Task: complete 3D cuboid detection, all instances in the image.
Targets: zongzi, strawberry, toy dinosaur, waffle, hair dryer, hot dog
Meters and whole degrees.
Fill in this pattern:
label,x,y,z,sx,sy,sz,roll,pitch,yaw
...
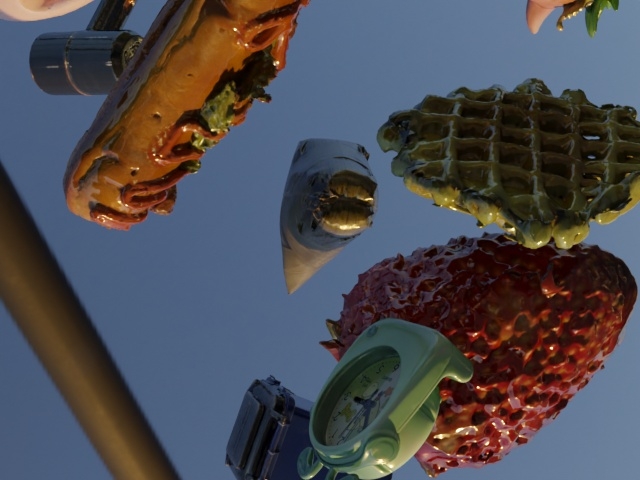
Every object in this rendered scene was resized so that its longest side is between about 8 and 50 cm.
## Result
label,x,y,z,sx,sy,sz,roll,pitch,yaw
zongzi,0.000,0.000,1.553,0.145,0.274,0.300,14,-73,-9
strawberry,0.186,0.107,1.139,0.292,0.343,0.292,38,-153,-24
toy dinosaur,0.290,-0.329,1.267,0.194,0.177,0.152,40,-145,-75
waffle,0.235,-0.097,1.087,0.317,0.297,0.073,-20,-50,-30
hair dryer,-0.327,-0.392,1.611,0.107,0.189,0.352,56,-134,-51
hot dog,-0.097,-0.154,0.840,0.117,0.158,0.349,32,-84,-13

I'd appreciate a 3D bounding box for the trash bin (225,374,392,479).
label,x,y,z,sx,sy,sz,roll,pitch,yaw
trash bin,-0.008,0.315,1.450,0.234,0.184,0.162,20,-90,-16

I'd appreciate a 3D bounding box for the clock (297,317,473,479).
label,x,y,z,sx,sy,sz,roll,pitch,yaw
clock,0.052,0.166,0.947,0.060,0.148,0.188,43,-102,-22

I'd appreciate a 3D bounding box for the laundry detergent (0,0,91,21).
label,x,y,z,sx,sy,sz,roll,pitch,yaw
laundry detergent,-0.380,-0.360,1.257,0.159,0.335,0.088,60,-147,-19
